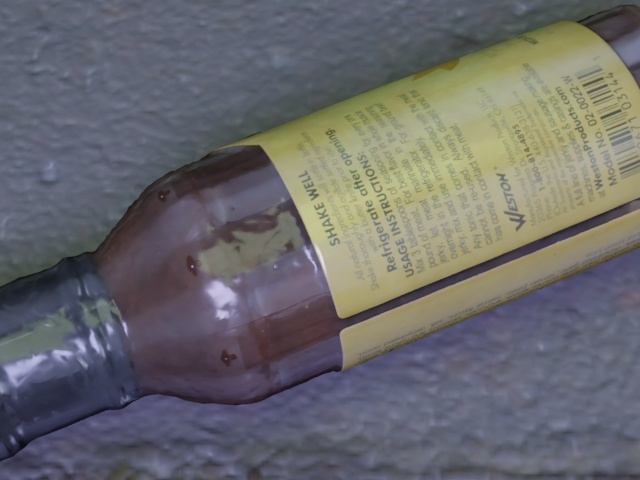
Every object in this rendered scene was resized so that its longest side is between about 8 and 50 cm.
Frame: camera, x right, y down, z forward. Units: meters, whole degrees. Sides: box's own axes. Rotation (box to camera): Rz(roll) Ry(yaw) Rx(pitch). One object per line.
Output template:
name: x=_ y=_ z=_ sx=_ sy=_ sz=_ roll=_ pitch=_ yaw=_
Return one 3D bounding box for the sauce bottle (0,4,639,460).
sauce bottle: x=0.000 y=0.000 z=0.530 sx=0.344 sy=0.111 sz=0.111 roll=-20 pitch=64 yaw=-11
